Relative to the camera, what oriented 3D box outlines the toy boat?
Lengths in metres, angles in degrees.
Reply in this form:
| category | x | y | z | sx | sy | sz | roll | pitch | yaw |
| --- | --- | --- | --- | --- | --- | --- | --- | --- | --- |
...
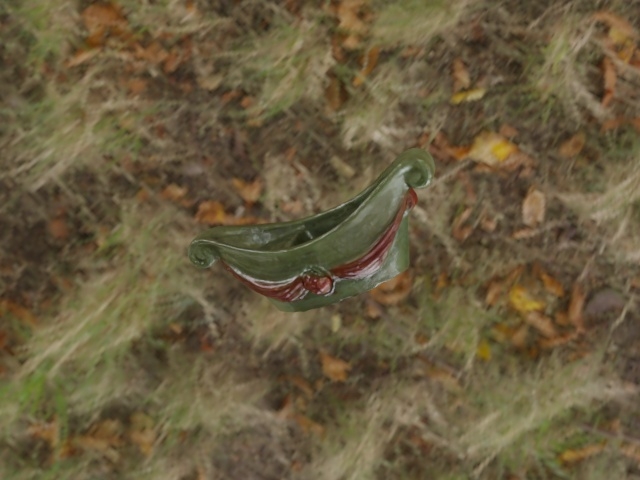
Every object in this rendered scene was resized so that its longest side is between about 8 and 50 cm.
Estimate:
| category | x | y | z | sx | sy | sz | roll | pitch | yaw |
| --- | --- | --- | --- | --- | --- | --- | --- | --- | --- |
| toy boat | 0.001 | 0.001 | 0.880 | 0.185 | 0.089 | 0.071 | -20 | 106 | 25 |
